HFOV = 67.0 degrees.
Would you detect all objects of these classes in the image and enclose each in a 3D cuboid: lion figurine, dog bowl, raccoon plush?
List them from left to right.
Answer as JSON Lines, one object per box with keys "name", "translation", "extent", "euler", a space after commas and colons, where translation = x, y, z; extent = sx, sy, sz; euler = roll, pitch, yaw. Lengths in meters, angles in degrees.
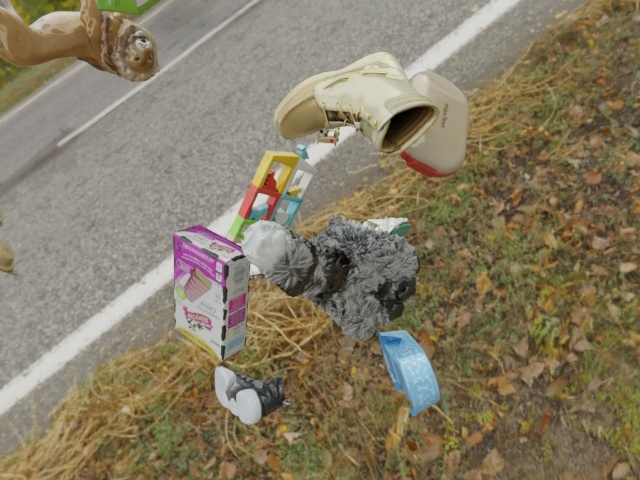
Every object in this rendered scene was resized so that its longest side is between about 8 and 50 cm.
{"name": "lion figurine", "translation": [-0.573, -0.457, 1.070], "extent": [0.391, 0.241, 0.142], "euler": [-15, 20, -19]}
{"name": "raccoon plush", "translation": [0.000, 0.000, 0.958], "extent": [0.216, 0.446, 0.299], "euler": [-50, 41, -2]}
{"name": "dog bowl", "translation": [0.223, 0.324, 1.232], "extent": [0.073, 0.166, 0.297], "euler": [-17, 7, -2]}

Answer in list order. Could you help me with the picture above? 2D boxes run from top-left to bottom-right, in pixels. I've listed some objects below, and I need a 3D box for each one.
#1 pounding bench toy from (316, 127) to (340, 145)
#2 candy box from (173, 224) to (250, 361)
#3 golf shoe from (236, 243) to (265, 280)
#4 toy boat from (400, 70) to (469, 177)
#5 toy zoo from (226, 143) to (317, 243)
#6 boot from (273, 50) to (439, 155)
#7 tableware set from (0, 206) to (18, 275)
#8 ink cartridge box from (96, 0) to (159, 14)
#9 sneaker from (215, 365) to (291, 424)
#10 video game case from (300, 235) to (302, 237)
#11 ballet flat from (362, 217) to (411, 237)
{"name": "pounding bench toy", "translation": [0.025, -0.323, 1.398], "extent": [0.065, 0.083, 0.052], "euler": [4, 49, -2]}
{"name": "candy box", "translation": [-0.224, 0.106, 0.982], "extent": [0.159, 0.234, 0.071], "euler": [24, 31, 32]}
{"name": "golf shoe", "translation": [-0.126, 0.034, 1.504], "extent": [0.305, 0.115, 0.140], "euler": [-13, 80, -8]}
{"name": "toy boat", "translation": [0.207, -0.225, 0.989], "extent": [0.151, 0.150, 0.231], "euler": [-33, 38, 57]}
{"name": "toy zoo", "translation": [-0.114, -0.119, 1.274], "extent": [0.030, 0.192, 0.294], "euler": [36, 106, 32]}
{"name": "boot", "translation": [0.055, -0.216, 0.853], "extent": [0.261, 0.095, 0.204], "euler": [-24, 49, 0]}
{"name": "tableware set", "translation": [-0.474, -0.021, 0.652], "extent": [0.020, 0.141, 0.169], "euler": [-31, 76, 0]}
{"name": "ink cartridge box", "translation": [-0.365, -0.591, 0.907], "extent": [0.096, 0.255, 0.189], "euler": [10, 46, 10]}
{"name": "sneaker", "translation": [-0.194, 0.428, 1.380], "extent": [0.152, 0.102, 0.268], "euler": [-2, 11, -36]}
{"name": "video game case", "translation": [-0.062, 0.022, 1.642], "extent": [0.011, 0.122, 0.087], "euler": [-40, 80, 14]}
{"name": "ballet flat", "translation": [0.169, -0.006, 1.622], "extent": [0.146, 0.147, 0.408], "euler": [4, 23, 35]}
